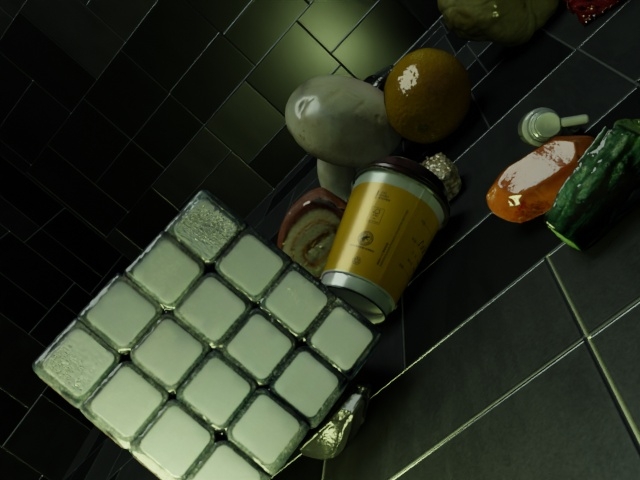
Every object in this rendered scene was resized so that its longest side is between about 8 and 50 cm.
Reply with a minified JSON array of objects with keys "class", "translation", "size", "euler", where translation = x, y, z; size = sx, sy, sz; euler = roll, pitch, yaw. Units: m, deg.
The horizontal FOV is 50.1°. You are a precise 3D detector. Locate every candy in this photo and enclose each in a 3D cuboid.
[{"class":"candy","translation":[0.233,-0.119,1.373],"size":[0.095,0.085,0.110],"euler":[-38,25,16]}]

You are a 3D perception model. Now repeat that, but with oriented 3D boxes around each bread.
[{"class":"bread","translation":[-0.010,-0.008,1.645],"size":[0.244,0.190,0.123],"euler":[-47,-1,21]}]

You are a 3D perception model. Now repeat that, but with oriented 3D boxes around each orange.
[{"class":"orange","translation":[0.259,-0.351,1.658],"size":[0.236,0.236,0.236],"euler":[-45,13,13]}]

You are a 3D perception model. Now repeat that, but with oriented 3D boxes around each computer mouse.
[{"class":"computer mouse","translation":[0.029,0.260,0.964],"size":[0.172,0.057,0.099],"euler":[-51,-5,40]}]

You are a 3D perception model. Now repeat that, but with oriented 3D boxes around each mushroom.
[{"class":"mushroom","translation":[0.080,-0.283,1.799],"size":[0.315,0.356,0.315],"euler":[-30,0,0]}]

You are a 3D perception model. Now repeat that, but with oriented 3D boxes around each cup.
[{"class":"cup","translation":[0.109,0.001,1.232],"size":[0.196,0.196,0.280],"euler":[-25,35,61]}]

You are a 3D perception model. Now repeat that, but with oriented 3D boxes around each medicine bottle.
[{"class":"medicine bottle","translation":[0.363,-0.180,1.075],"size":[0.092,0.061,0.220],"euler":[-5,7,14]}]

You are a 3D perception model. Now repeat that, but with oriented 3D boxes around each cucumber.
[{"class":"cucumber","translation":[0.358,-0.072,0.824],"size":[0.193,0.086,0.115],"euler":[-48,-31,10]}]

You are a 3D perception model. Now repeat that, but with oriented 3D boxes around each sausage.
[{"class":"sausage","translation":[0.322,-0.090,0.981],"size":[0.179,0.089,0.089],"euler":[-36,16,20]}]

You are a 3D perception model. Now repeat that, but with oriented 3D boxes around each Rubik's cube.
[{"class":"Rubik's cube","translation":[-0.163,0.188,1.043],"size":[0.337,0.343,0.344],"euler":[-50,-3,-18]}]

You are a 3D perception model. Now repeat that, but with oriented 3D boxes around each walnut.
[{"class":"walnut","translation":[0.453,-0.623,1.727],"size":[0.282,0.253,0.277],"euler":[-47,18,-7]}]

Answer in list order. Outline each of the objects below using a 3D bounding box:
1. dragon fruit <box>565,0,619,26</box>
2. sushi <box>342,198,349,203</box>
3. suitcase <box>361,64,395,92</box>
[{"class":"dragon fruit","translation":[0.525,-0.583,1.379],"size":[0.302,0.330,0.240],"euler":[-124,54,-75]},{"class":"sushi","translation":[0.046,-0.039,1.766],"size":[0.090,0.078,0.150],"euler":[-32,20,51]},{"class":"suitcase","translation":[0.204,-0.404,2.034],"size":[0.128,0.202,0.312],"euler":[-49,13,-4]}]
